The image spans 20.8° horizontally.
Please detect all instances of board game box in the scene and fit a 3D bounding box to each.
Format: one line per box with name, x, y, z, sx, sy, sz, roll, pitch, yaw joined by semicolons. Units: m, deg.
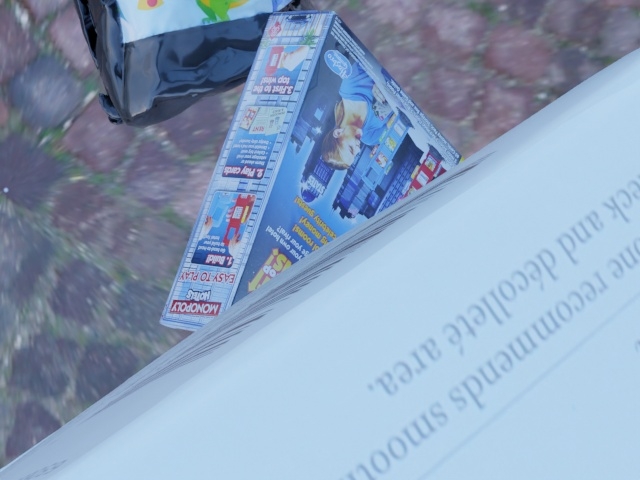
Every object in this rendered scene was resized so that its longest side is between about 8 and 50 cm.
board game box;0.000;0.000;1.035;0.194;0.060;0.194;45;65;-35

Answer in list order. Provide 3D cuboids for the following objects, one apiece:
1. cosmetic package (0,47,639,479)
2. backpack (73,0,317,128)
cosmetic package;0.056;0.204;0.659;0.329;0.327;0.393;-34;91;-35
backpack;-0.101;-0.294;1.275;0.273;0.290;0.355;-24;98;8
